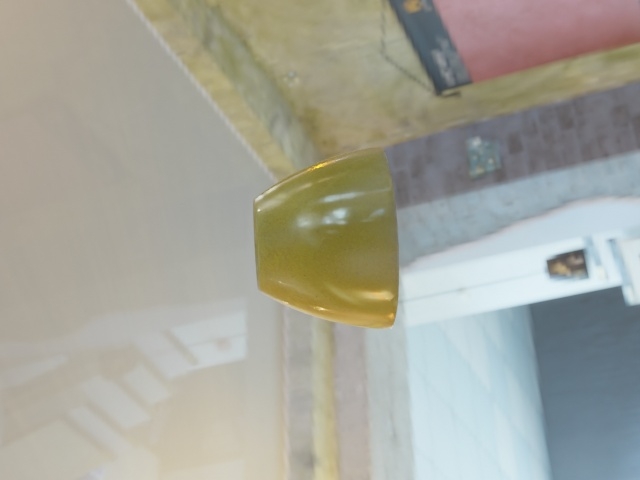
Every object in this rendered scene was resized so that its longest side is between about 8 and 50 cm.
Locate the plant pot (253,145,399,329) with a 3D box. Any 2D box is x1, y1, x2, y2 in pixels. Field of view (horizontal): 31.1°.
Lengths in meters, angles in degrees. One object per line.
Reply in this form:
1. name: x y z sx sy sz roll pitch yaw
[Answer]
1. plant pot: 0.000 0.000 0.835 0.134 0.095 0.134 178 90 -85
